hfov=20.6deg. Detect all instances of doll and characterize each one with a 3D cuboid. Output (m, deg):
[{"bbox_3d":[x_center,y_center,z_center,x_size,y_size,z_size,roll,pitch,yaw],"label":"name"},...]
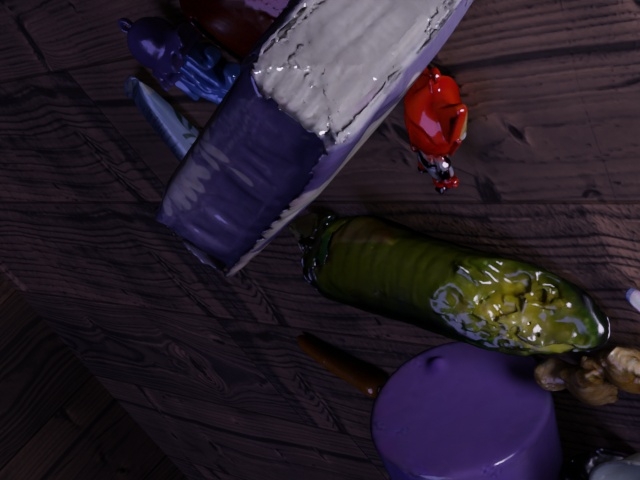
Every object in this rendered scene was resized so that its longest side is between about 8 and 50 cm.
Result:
[{"bbox_3d":[-0.145,-0.198,2.027,0.206,0.067,0.110,33,147,-4],"label":"doll"},{"bbox_3d":[0.109,-0.110,1.711,0.109,0.057,0.169,56,159,31],"label":"doll"}]

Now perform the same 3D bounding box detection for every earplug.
[{"bbox_3d":[0.214,0.348,2.138,0.215,0.215,0.456,25,146,42],"label":"earplug"}]

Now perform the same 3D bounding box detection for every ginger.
[{"bbox_3d":[0.312,0.146,1.863,0.193,0.052,0.176,22,158,20],"label":"ginger"}]

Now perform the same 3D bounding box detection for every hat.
[{"bbox_3d":[0.000,0.000,2.157,0.077,0.059,0.076,56,173,-18],"label":"hat"}]

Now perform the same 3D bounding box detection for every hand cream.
[{"bbox_3d":[-0.162,-0.109,2.254,0.256,0.055,0.088,46,168,0],"label":"hand cream"}]

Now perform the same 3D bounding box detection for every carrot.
[{"bbox_3d":[0.025,0.177,2.498,0.190,0.037,0.037,26,154,43],"label":"carrot"}]

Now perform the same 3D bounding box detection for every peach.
[{"bbox_3d":[-0.061,-0.224,1.804,0.189,0.068,0.279,50,159,-24],"label":"peach"}]

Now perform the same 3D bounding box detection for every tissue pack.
[{"bbox_3d":[-0.011,-0.124,1.592,0.125,0.242,0.344,39,153,-1],"label":"tissue pack"}]

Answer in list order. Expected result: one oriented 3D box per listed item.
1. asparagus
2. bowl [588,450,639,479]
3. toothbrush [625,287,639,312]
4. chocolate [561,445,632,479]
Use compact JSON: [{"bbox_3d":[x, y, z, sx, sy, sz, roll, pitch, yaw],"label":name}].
[{"bbox_3d":[0.138,0.050,1.916,0.382,0.108,0.128,17,163,48],"label":"asparagus"},{"bbox_3d":[0.436,0.282,1.761,0.313,0.146,0.313,39,160,17],"label":"bowl"},{"bbox_3d":[0.402,0.117,1.674,0.269,0.021,0.027,34,153,27],"label":"toothbrush"},{"bbox_3d":[0.403,0.378,2.018,0.343,0.148,0.126,43,175,-4],"label":"chocolate"}]
